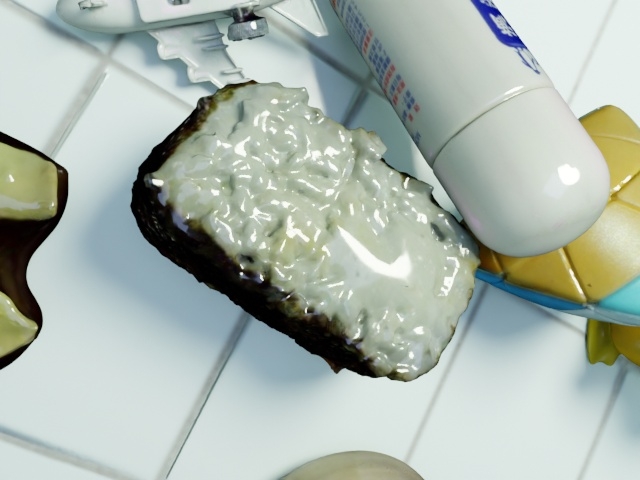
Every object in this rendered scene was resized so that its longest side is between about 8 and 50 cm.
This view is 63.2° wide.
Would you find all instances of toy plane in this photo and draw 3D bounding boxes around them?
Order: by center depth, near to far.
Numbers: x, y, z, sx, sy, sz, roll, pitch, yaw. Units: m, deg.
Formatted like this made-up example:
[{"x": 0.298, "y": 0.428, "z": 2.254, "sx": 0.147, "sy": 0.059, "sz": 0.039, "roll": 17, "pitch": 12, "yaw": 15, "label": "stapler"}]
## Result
[{"x": -0.120, "y": -0.236, "z": 0.488, "sx": 0.255, "sy": 0.101, "sz": 0.251, "roll": -12, "pitch": 115, "yaw": -7, "label": "toy plane"}]

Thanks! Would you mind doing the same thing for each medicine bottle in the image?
[{"x": 0.136, "y": -0.141, "z": 0.493, "sx": 0.130, "sy": 0.130, "sz": 0.341, "roll": -21, "pitch": 72, "yaw": -15, "label": "medicine bottle"}]

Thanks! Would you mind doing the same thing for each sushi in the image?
[{"x": 0.000, "y": 0.000, "z": 0.499, "sx": 0.343, "sy": 0.182, "sz": 0.196, "roll": 35, "pitch": 77, "yaw": -14, "label": "sushi"}]

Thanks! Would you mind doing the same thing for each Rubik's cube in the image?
[{"x": 0.306, "y": -0.024, "z": 0.593, "sx": 0.254, "sy": 0.254, "sz": 0.254, "roll": 0, "pitch": 91, "yaw": -16, "label": "Rubik's cube"}]

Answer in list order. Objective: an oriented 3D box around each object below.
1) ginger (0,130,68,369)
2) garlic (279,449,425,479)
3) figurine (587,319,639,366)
[{"x": -0.418, "y": 0.019, "z": 0.363, "sx": 0.413, "sy": 0.211, "sz": 0.358, "roll": 3, "pitch": 92, "yaw": -16, "label": "ginger"}, {"x": 0.033, "y": 0.364, "z": 0.537, "sx": 0.325, "sy": 0.132, "sz": 0.279, "roll": 2, "pitch": 82, "yaw": -21, "label": "garlic"}, {"x": 0.448, "y": 0.100, "z": 0.597, "sx": 0.215, "sy": 0.228, "sz": 0.215, "roll": -10, "pitch": 117, "yaw": -20, "label": "figurine"}]
